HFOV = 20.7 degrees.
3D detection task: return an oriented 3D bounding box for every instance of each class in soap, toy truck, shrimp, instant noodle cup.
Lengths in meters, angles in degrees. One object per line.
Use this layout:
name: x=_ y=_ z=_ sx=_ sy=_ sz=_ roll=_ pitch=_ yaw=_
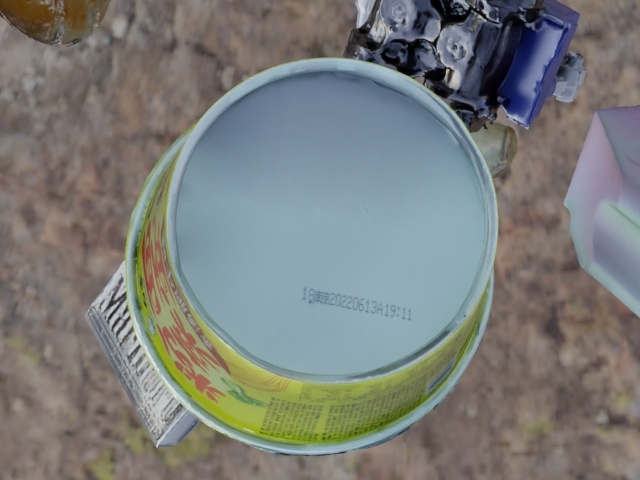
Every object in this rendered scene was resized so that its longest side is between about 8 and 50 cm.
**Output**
soap: x=0.339 y=0.006 z=1.476 sx=0.193 sy=0.324 sz=0.109 roll=-8 pitch=126 yaw=-29
toy truck: x=0.143 y=-0.205 z=1.650 sx=0.213 sy=0.177 sz=0.161 roll=35 pitch=119 yaw=25
shrimp: x=-0.250 y=-0.241 z=1.372 sx=0.062 sy=0.294 sz=0.154 roll=-3 pitch=81 yaw=33
instant noodle cup: x=0.000 y=0.000 z=1.303 sx=0.311 sy=0.221 sz=0.311 roll=1 pitch=80 yaw=-5

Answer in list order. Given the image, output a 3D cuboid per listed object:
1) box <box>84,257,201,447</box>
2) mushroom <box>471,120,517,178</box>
box: x=-0.167 y=0.106 z=1.782 sx=0.036 sy=0.177 sz=0.115 roll=1 pitch=139 yaw=-49
mushroom: x=0.069 y=-0.111 z=1.803 sx=0.333 sy=0.087 sz=0.107 roll=6 pitch=156 yaw=-42
